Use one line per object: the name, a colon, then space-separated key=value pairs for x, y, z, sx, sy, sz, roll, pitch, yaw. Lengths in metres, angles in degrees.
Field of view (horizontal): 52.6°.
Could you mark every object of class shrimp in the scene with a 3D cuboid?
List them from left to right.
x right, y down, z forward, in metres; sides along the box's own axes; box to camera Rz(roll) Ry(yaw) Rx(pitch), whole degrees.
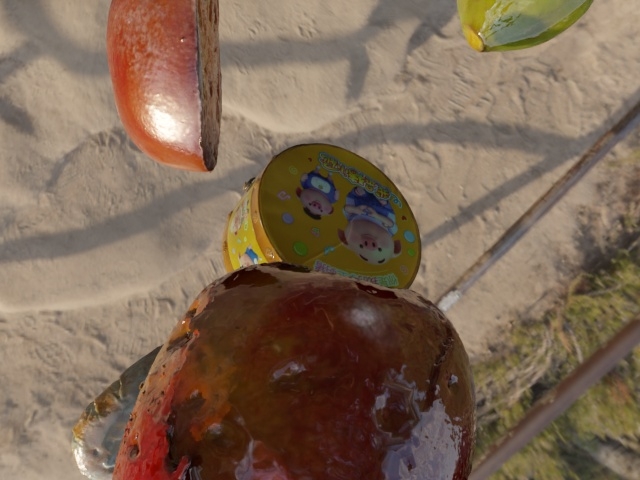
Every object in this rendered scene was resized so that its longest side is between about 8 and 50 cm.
shrimp: x=-0.229 y=0.240 z=0.979 sx=0.317 sy=0.062 sz=0.164 roll=-46 pitch=119 yaw=-12

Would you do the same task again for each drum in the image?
drum: x=0.000 y=0.000 z=1.476 sx=0.432 sy=0.430 sz=0.214 roll=16 pitch=146 yaw=-24

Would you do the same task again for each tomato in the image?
tomato: x=-0.220 y=-0.258 z=0.927 sx=0.144 sy=0.338 sz=0.338 roll=2 pitch=120 yaw=-3

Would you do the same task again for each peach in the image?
peach: x=-0.040 y=0.228 z=0.637 sx=0.353 sy=0.339 sz=0.416 roll=23 pitch=83 yaw=-61

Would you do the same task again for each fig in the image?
fig: x=0.367 y=-0.458 z=1.180 sx=0.239 sy=0.239 sz=0.271 roll=35 pitch=88 yaw=-30
